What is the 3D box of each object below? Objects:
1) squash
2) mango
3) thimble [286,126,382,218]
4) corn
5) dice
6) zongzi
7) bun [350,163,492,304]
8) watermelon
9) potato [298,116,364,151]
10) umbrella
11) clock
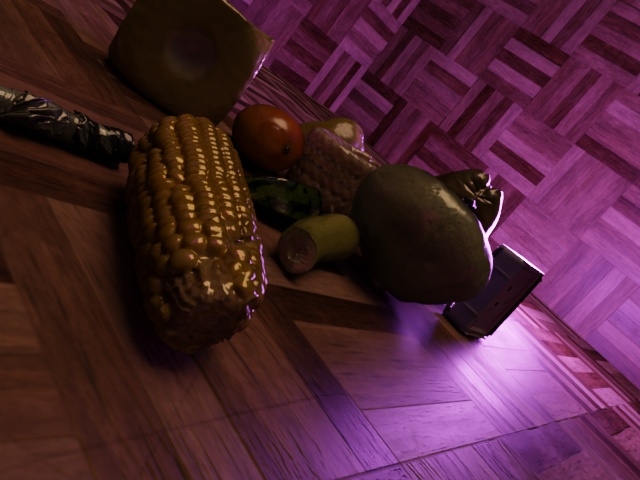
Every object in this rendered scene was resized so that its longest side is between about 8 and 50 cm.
[{"bbox_3d":[0.000,0.000,0.890,0.083,0.083,0.250,42,16,11],"label":"squash"},{"bbox_3d":[-0.105,-0.210,1.182,0.151,0.120,0.221,35,8,-10],"label":"mango"},{"bbox_3d":[0.042,-0.141,1.290,0.196,0.148,0.229,42,14,21],"label":"thimble"},{"bbox_3d":[-0.125,-0.028,0.572,0.130,0.130,0.347,30,17,-31],"label":"corn"},{"bbox_3d":[-0.242,-0.371,1.112,0.238,0.227,0.233,35,15,-19],"label":"dice"},{"bbox_3d":[0.323,0.014,1.214,0.418,0.181,0.447,51,-13,-9],"label":"zongzi"},{"bbox_3d":[0.151,0.008,1.015,0.283,0.179,0.283,45,-15,16],"label":"bun"},{"bbox_3d":[-0.066,-0.067,0.974,0.119,0.063,0.245,11,1,29],"label":"watermelon"},{"bbox_3d":[0.008,-0.234,1.439,0.154,0.200,0.137,-80,164,-60],"label":"potato"},{"bbox_3d":[-0.288,-0.130,0.632,0.050,0.046,0.188,0,-14,39],"label":"umbrella"},{"bbox_3d":[0.362,0.112,1.216,0.144,0.193,0.073,22,20,-51],"label":"clock"}]
